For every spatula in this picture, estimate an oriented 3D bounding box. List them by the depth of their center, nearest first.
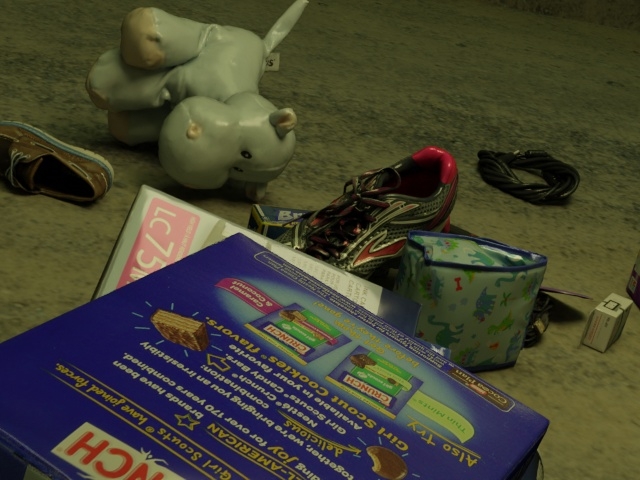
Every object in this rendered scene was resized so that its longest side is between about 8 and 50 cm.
[{"bbox_3d":[0.213,0.020,1.549,0.084,0.030,0.296,13,14,-45],"label":"spatula"}]

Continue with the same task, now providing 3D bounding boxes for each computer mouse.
[{"bbox_3d":[0.171,0.063,1.423,0.193,0.042,0.106,23,28,8],"label":"computer mouse"}]

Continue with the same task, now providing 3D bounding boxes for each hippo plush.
[{"bbox_3d":[-0.138,-0.150,1.602,0.294,0.234,0.236,-7,55,-32],"label":"hippo plush"}]

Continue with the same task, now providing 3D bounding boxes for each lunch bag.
[{"bbox_3d":[0.152,0.065,1.284,0.151,0.129,0.096,6,24,-17],"label":"lunch bag"}]

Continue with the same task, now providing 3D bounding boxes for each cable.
[{"bbox_3d":[0.320,-0.107,1.908,0.151,0.047,0.184,12,23,-6],"label":"cable"}]

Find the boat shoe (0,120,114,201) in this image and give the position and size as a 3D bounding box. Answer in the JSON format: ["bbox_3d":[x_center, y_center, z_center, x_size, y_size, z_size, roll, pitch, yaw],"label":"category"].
[{"bbox_3d":[-0.335,-0.092,1.448,0.183,0.066,0.066,13,23,-2],"label":"boat shoe"}]

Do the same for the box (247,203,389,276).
[{"bbox_3d":[0.000,0.000,1.448,0.169,0.054,0.059,5,23,-19],"label":"box"}]

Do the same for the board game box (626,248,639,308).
[{"bbox_3d":[0.487,0.067,1.464,0.142,0.144,0.275,10,21,-9],"label":"board game box"}]

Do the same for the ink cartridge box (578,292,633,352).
[{"bbox_3d":[0.328,0.096,1.422,0.028,0.048,0.083,24,25,24],"label":"ink cartridge box"}]

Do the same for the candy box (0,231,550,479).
[{"bbox_3d":[-0.046,0.139,0.748,0.268,0.122,0.317,31,26,19],"label":"candy box"}]

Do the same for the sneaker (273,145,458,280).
[{"bbox_3d":[0.030,-0.011,1.338,0.121,0.112,0.299,40,52,23],"label":"sneaker"}]

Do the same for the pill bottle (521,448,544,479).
[{"bbox_3d":[0.131,0.197,0.995,0.094,0.094,0.169,18,18,8],"label":"pill bottle"}]

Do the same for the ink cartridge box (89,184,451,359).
[{"bbox_3d":[-0.036,0.095,1.001,0.311,0.065,0.185,25,54,-11],"label":"ink cartridge box"}]
